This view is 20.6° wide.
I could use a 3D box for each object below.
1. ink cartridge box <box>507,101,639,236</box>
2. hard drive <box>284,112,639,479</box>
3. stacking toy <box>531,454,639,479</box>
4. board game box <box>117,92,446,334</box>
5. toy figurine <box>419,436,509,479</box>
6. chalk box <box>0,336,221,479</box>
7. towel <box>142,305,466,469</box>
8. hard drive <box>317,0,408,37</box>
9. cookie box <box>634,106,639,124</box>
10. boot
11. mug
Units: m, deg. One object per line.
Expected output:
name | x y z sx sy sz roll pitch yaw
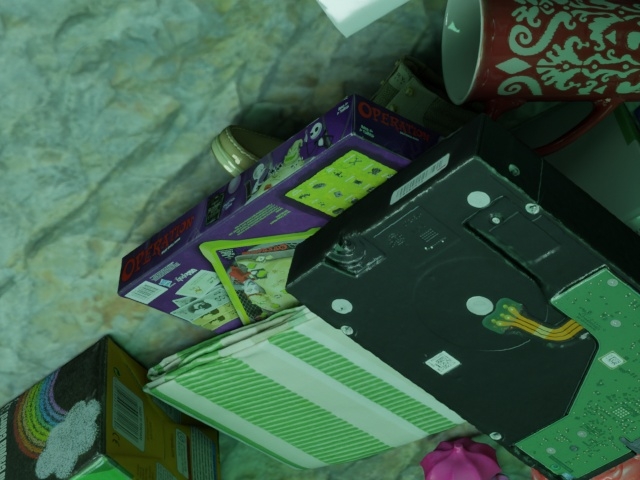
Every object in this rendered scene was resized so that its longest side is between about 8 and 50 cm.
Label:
ink cartridge box | 0.292 0.027 1.603 0.117 0.201 0.278 -28 125 14
hard drive | 0.172 0.061 1.461 0.339 0.064 0.237 36 132 -20
stacking toy | 0.231 0.129 1.723 0.166 0.175 0.302 -29 114 16
board game box | 0.000 0.000 1.554 0.208 0.056 0.347 27 141 -29
toy figurine | 0.141 0.282 1.845 0.173 0.130 0.159 20 113 -35
chalk box | -0.260 0.269 1.736 0.289 0.180 0.179 -35 123 20
towel | 0.023 0.129 1.677 0.325 0.038 0.248 -27 134 37
hard drive | 0.086 -0.316 1.344 0.319 0.040 0.210 -28 108 30
cookie box | 0.342 -0.116 1.572 0.040 0.092 0.107 32 117 -29
boot | 0.027 -0.096 1.560 0.213 0.077 0.165 21 120 -23
mug | 0.198 -0.152 1.516 0.169 0.113 0.150 1 116 -13
